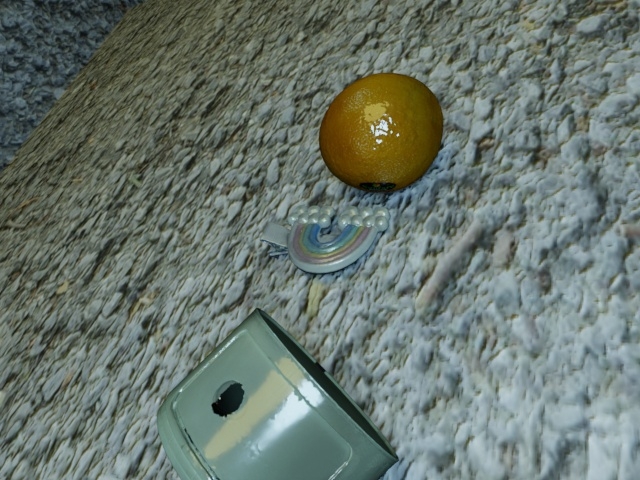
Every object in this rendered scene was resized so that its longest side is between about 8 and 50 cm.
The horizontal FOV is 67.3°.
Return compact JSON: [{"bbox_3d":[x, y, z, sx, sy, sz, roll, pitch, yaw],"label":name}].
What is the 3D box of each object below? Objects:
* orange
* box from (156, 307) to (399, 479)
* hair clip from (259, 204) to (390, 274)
[{"bbox_3d":[0.096,-0.172,0.785,0.206,0.206,0.206,-17,48,20],"label":"orange"},{"bbox_3d":[-0.046,0.207,0.532,0.149,0.226,0.226,-45,45,-7],"label":"box"},{"bbox_3d":[0.000,0.000,0.806,0.220,0.054,0.140,3,50,29],"label":"hair clip"}]
